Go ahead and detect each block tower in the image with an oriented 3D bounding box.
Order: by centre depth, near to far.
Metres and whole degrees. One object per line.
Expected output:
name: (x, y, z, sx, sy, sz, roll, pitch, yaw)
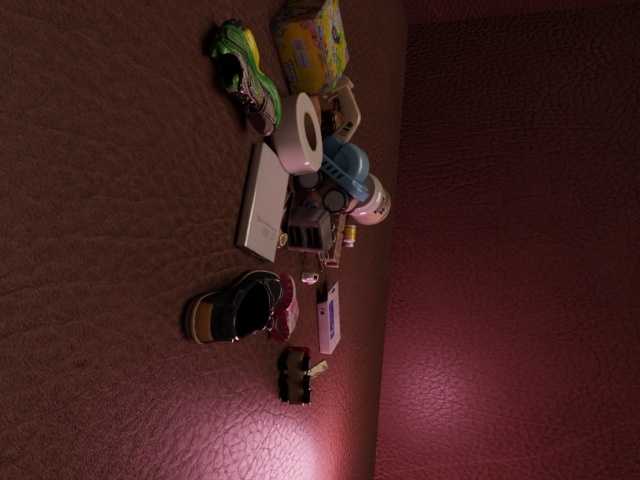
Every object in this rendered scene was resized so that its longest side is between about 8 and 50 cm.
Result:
block tower: (0.056, -0.045, 2.271, 0.097, 0.091, 0.335, 43, 53, -64)

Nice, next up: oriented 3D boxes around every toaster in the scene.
toaster: (-0.045, -0.043, 1.873, 0.110, 0.168, 0.185, -55, 144, -53)

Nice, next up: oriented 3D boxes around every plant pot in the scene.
plant pot: (-0.052, -0.512, 1.984, 0.236, 0.032, 0.236, 2, 90, -70)

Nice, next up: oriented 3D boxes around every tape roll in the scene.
tape roll: (-0.080, -0.388, 1.754, 0.286, 0.100, 0.286, -8, 90, -74)

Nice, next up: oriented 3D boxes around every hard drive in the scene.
hard drive: (-0.191, -0.121, 1.635, 0.233, 0.047, 0.353, 42, 54, -66)

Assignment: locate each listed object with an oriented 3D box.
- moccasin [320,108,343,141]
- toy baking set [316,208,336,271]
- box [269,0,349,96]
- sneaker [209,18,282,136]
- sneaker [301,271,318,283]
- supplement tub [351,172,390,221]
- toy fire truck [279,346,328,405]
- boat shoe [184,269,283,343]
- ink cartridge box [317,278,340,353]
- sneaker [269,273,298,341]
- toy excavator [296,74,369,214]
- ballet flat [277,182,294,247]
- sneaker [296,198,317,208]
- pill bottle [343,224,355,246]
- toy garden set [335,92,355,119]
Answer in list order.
moccasin: (0.066, -0.406, 2.203, 0.147, 0.139, 0.380, -26, 108, -58)
toy baking set: (-0.002, -0.005, 2.019, 0.196, 0.030, 0.256, 56, -43, 48)
box: (-0.028, -0.741, 1.800, 0.290, 0.177, 0.279, 72, 29, -44)
sneaker: (-0.228, -0.447, 1.399, 0.146, 0.134, 0.343, -63, 141, -36)
sneaker: (-0.033, 0.166, 2.100, 0.152, 0.061, 0.053, 18, 75, -71)
supplement tub: (0.226, -0.223, 2.500, 0.325, 0.235, 0.235, 27, 68, -69)
toy fire truck: (-0.062, 0.529, 1.977, 0.246, 0.159, 0.217, -56, 145, -75)
boat shoe: (-0.213, 0.202, 1.469, 0.500, 0.156, 0.186, -14, 104, -71)
ink cartridge box: (0.042, 0.367, 2.336, 0.165, 0.065, 0.332, -40, 131, -64)
sneaker: (-0.136, 0.242, 1.787, 0.111, 0.103, 0.252, -30, 128, -72)
toy excavator: (0.086, -0.382, 1.959, 0.445, 0.433, 0.222, -49, 169, 12)
ballet flat: (-0.133, -0.093, 1.781, 0.084, 0.058, 0.249, 34, 61, -67)
sneaker: (-0.042, -0.130, 2.009, 0.162, 0.073, 0.063, -52, 140, -59)
pill bottle: (0.156, -0.024, 2.592, 0.065, 0.065, 0.116, 0, 94, -70)
toy garden set: (0.124, -0.653, 2.435, 0.244, 0.049, 0.203, -27, 116, -68)
